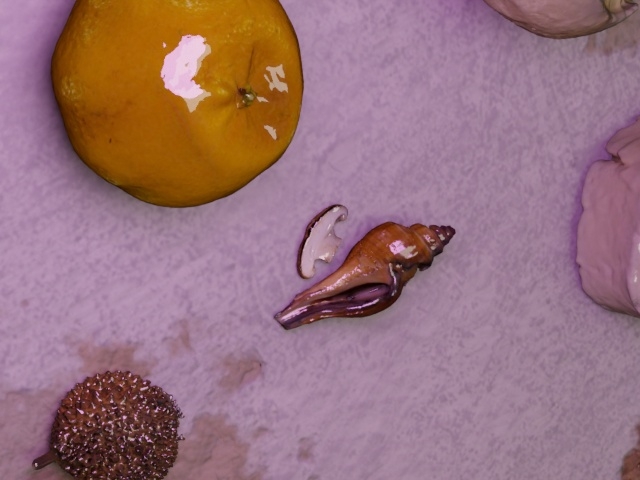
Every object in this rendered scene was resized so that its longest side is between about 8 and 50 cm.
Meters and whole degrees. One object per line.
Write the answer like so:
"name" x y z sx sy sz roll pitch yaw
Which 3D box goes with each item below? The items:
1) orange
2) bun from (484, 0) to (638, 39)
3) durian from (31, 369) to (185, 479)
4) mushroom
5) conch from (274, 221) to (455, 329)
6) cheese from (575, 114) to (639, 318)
"orange" -0.143 -0.170 1.534 0.279 0.235 0.279 -10 111 -29
"bun" 0.243 -0.409 1.686 0.364 0.202 0.364 19 68 -62
"durian" -0.233 0.230 1.642 0.188 0.091 0.148 -14 105 -23
"mushroom" 0.000 0.000 1.760 0.049 0.019 0.101 32 87 -27
"conch" 0.060 0.046 1.770 0.233 0.086 0.080 -44 159 1
"cheese" 0.497 -0.036 1.934 0.332 0.153 0.292 -23 109 -23
